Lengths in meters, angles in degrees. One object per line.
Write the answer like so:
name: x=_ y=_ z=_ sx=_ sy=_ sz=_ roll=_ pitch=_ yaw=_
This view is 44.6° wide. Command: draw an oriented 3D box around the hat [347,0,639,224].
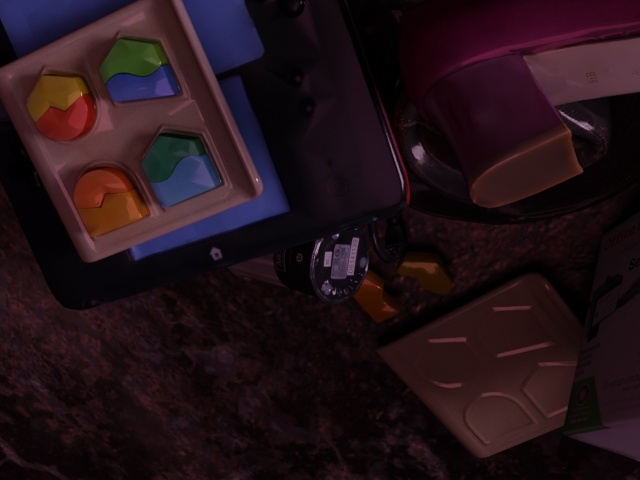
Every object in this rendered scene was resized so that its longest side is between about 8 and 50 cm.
hat: x=0.165 y=-0.116 z=0.686 sx=0.331 sy=0.134 sz=0.332 roll=4 pitch=122 yaw=7

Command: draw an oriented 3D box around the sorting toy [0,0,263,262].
sorting toy: x=-0.175 y=-0.092 z=0.686 sx=0.208 sy=0.038 sz=0.193 roll=-19 pitch=103 yaw=20

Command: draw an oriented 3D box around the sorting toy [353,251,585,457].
sorting toy: x=0.183 y=0.115 z=0.891 sx=0.229 sy=0.041 sz=0.307 roll=-30 pitch=113 yaw=30

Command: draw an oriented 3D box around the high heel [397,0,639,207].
high heel: x=0.237 y=-0.173 z=0.529 sx=0.377 sy=0.181 sz=0.127 roll=-21 pitch=149 yaw=6

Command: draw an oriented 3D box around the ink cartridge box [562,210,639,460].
ink cartridge box: x=0.314 y=0.077 z=0.708 sx=0.092 sy=0.220 sz=0.160 roll=20 pitch=158 yaw=-3

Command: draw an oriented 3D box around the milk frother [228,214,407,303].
milk frother: x=0.000 y=0.000 z=0.816 sx=0.134 sy=0.129 sz=0.143 roll=13 pitch=170 yaw=44

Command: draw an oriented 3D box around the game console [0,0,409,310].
game console: x=-0.146 y=-0.133 z=0.708 sx=0.386 sy=0.060 sz=0.342 roll=-16 pitch=97 yaw=20
